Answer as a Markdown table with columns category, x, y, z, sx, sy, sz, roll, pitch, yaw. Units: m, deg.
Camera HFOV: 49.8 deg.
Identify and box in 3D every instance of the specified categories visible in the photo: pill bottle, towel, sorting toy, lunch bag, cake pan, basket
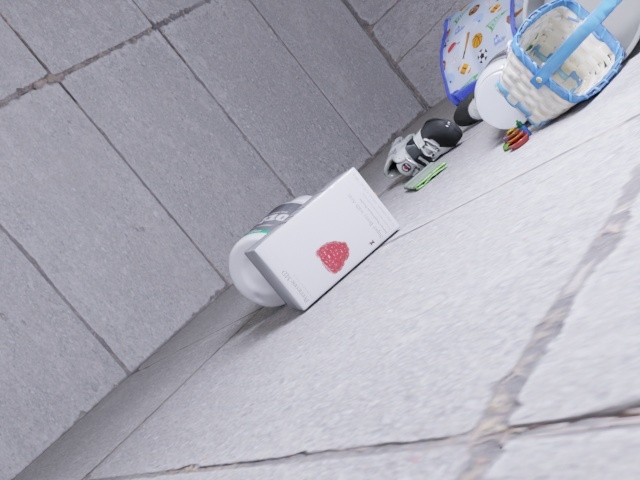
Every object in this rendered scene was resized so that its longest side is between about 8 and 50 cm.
| category | x | y | z | sx | sy | sz | roll | pitch | yaw |
| --- | --- | --- | --- | --- | --- | --- | --- | --- | --- |
| pill bottle | -0.086 | 0.015 | 1.869 | 0.204 | 0.204 | 0.361 | -36 | 7 | 28 |
| towel | 0.292 | -0.176 | 1.919 | 0.113 | 0.023 | 0.152 | -41 | 8 | -1 |
| sorting toy | 0.404 | -0.221 | 1.442 | 0.061 | 0.042 | 0.102 | -38 | 6 | 5 |
| pill bottle | 0.453 | -0.361 | 1.634 | 0.162 | 0.162 | 0.278 | -35 | 8 | 30 |
| lunch bag | 0.587 | -0.659 | 2.341 | 0.328 | 0.239 | 0.385 | -31 | 32 | 43 |
| cake pan | 0.565 | -0.488 | 1.461 | 0.054 | 0.293 | 0.293 | -15 | -9 | -35 |
| basket | 0.486 | -0.376 | 1.339 | 0.255 | 0.201 | 0.289 | -42 | -3 | -32 |

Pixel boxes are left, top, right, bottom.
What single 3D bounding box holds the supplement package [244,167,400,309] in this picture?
| category | x | y | z | sx | sy | sz | roll | pitch | yaw |
| --- | --- | --- | --- | --- | --- | --- | --- | --- | --- |
| supplement package | 0.000 | 0.000 | 1.575 | 0.293 | 0.177 | 0.175 | -41 | 7 | -13 |

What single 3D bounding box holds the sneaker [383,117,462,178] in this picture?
| category | x | y | z | sx | sy | sz | roll | pitch | yaw |
| --- | --- | --- | --- | --- | --- | --- | --- | --- | --- |
| sneaker | 0.309 | -0.266 | 2.123 | 0.146 | 0.122 | 0.330 | -61 | 16 | -23 |

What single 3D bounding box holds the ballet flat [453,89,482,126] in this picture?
| category | x | y | z | sx | sy | sz | roll | pitch | yaw |
| --- | --- | --- | --- | --- | --- | --- | --- | --- | --- |
| ballet flat | 0.534 | -0.446 | 2.130 | 0.280 | 0.095 | 0.096 | -37 | 18 | 17 |

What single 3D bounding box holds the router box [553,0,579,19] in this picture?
| category | x | y | z | sx | sy | sz | roll | pitch | yaw |
| --- | --- | --- | --- | --- | --- | --- | --- | --- | --- |
| router box | 0.712 | -0.614 | 1.527 | 0.301 | 0.082 | 0.335 | -37 | 2 | -36 |

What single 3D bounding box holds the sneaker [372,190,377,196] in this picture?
| category | x | y | z | sx | sy | sz | roll | pitch | yaw |
| --- | --- | --- | --- | --- | --- | --- | --- | --- | --- |
| sneaker | 0.124 | -0.120 | 2.258 | 0.083 | 0.084 | 0.215 | -27 | 6 | -14 |
